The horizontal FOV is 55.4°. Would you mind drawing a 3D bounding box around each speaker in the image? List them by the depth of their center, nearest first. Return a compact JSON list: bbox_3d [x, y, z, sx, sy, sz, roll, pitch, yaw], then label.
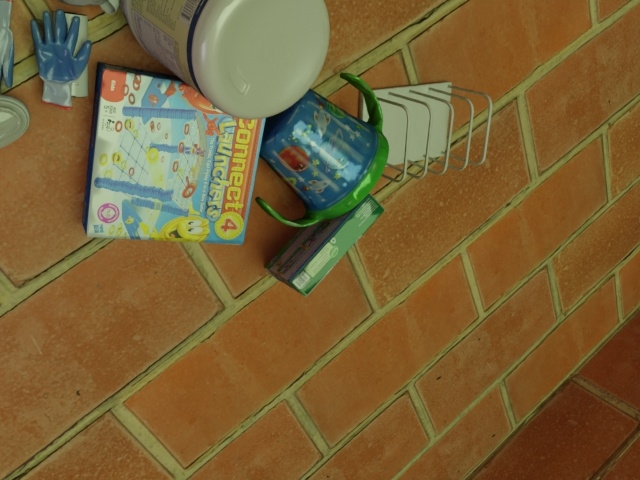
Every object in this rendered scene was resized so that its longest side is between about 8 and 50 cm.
[{"bbox_3d":[-0.420,-0.313,1.025,0.055,0.055,0.136,-7,114,-33],"label":"speaker"}]

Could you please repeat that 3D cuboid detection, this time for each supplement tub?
[{"bbox_3d":[-0.167,-0.362,0.981,0.236,0.325,0.235,-28,140,-26],"label":"supplement tub"}]

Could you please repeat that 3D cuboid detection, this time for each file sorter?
[{"bbox_3d":[0.251,-0.260,1.455,0.278,0.173,0.192,-14,119,-31],"label":"file sorter"}]

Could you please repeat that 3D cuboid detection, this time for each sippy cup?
[{"bbox_3d":[-0.015,-0.198,1.275,0.224,0.240,0.305,37,49,-30],"label":"sippy cup"}]

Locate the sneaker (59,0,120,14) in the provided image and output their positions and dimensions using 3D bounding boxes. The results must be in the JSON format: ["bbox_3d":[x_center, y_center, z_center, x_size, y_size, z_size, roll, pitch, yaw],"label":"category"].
[{"bbox_3d":[-0.437,-0.483,0.889,0.366,0.210,0.137,43,82,-6],"label":"sneaker"}]

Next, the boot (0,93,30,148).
[{"bbox_3d":[-0.573,-0.145,0.925,0.259,0.123,0.095,-22,126,-16],"label":"boot"}]

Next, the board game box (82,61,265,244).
[{"bbox_3d":[-0.276,-0.152,1.155,0.302,0.086,0.308,3,109,-27],"label":"board game box"}]

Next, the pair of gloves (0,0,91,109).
[{"bbox_3d":[-0.475,-0.299,0.973,0.198,0.023,0.159,9,108,-18],"label":"pair of gloves"}]

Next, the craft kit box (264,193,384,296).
[{"bbox_3d":[0.000,0.000,1.350,0.250,0.247,0.061,-47,108,-8],"label":"craft kit box"}]
